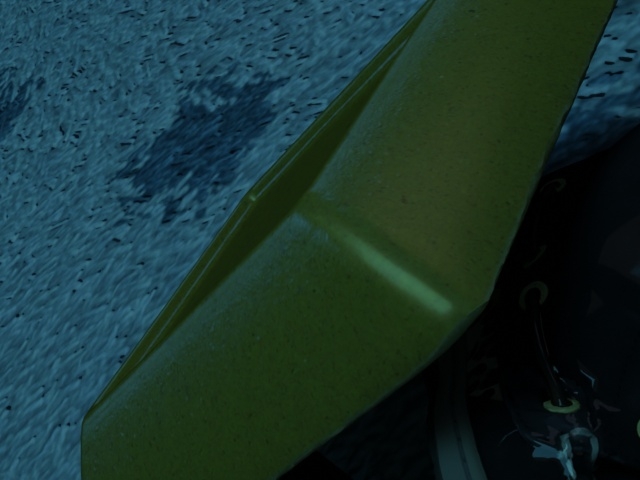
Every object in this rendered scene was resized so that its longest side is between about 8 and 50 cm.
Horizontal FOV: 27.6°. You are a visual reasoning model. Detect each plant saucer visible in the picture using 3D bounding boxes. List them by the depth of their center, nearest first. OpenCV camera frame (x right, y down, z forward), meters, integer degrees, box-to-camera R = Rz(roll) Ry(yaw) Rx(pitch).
[{"bbox_3d":[0.000,0.000,0.722,0.333,0.081,0.333,-43,9,41],"label":"plant saucer"}]

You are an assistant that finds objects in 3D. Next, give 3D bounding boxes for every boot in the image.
[{"bbox_3d":[0.192,0.039,0.580,0.284,0.138,0.377,-38,26,15],"label":"boot"}]

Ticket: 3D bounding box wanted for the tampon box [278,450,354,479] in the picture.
[{"bbox_3d":[0.000,0.196,0.661,0.120,0.101,0.161,-48,33,-1],"label":"tampon box"}]
